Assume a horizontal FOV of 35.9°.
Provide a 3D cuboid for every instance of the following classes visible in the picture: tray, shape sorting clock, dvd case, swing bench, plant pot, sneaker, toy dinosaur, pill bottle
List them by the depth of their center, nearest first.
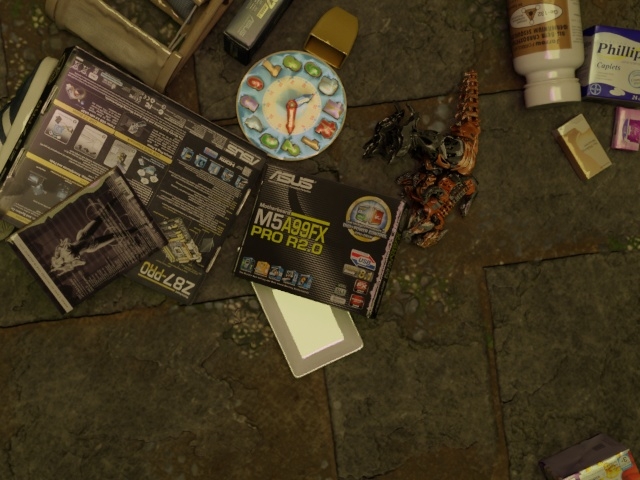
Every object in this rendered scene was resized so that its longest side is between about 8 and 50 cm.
[{"bbox_3d":[-0.390,0.001,1.669,0.221,0.018,0.164,-36,114,-11],"label":"dvd case"},{"bbox_3d":[-0.317,-0.426,1.751,0.253,0.165,0.254,35,88,-5],"label":"swing bench"},{"bbox_3d":[-0.575,-0.180,1.757,0.148,0.131,0.350,21,82,10],"label":"sneaker"},{"bbox_3d":[0.026,-0.381,1.826,0.082,0.081,0.083,29,77,-5],"label":"plant pot"},{"bbox_3d":[0.420,-0.364,1.830,0.131,0.131,0.229,-6,91,-5],"label":"pill bottle"},{"bbox_3d":[0.209,-0.155,1.834,0.218,0.164,0.321,22,70,-19],"label":"toy dinosaur"},{"bbox_3d":[-0.054,-0.251,1.838,0.206,0.040,0.206,0,91,-5],"label":"shape sorting clock"},{"bbox_3d":[-0.038,0.107,1.851,0.145,0.030,0.270,-24,93,-3],"label":"tray"}]

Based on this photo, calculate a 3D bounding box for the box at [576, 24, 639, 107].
[{"bbox_3d":[0.559,-0.329,1.873,0.126,0.072,0.137,6,90,-6],"label":"box"}]

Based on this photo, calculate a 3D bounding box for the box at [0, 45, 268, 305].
[{"bbox_3d":[-0.332,-0.106,1.731,0.395,0.097,0.318,27,87,-25],"label":"box"}]

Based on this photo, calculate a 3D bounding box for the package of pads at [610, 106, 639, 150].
[{"bbox_3d":[0.589,-0.214,1.897,0.050,0.032,0.083,7,90,-4],"label":"package of pads"}]

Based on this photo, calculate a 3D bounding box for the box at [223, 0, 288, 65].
[{"bbox_3d":[-0.086,-0.431,1.761,0.059,0.183,0.232,34,87,-4],"label":"box"}]

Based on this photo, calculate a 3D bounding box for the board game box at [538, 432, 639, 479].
[{"bbox_3d":[0.543,0.526,1.850,0.142,0.144,0.275,-24,92,-3],"label":"board game box"}]

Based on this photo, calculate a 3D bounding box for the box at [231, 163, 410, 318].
[{"bbox_3d":[0.000,0.000,1.766,0.270,0.060,0.216,17,87,16],"label":"box"}]

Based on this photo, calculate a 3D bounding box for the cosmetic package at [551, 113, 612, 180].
[{"bbox_3d":[0.498,-0.178,1.885,0.060,0.041,0.115,-34,93,-4],"label":"cosmetic package"}]
